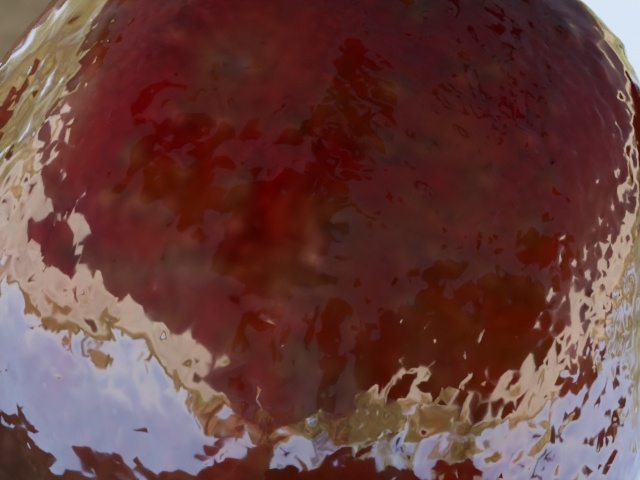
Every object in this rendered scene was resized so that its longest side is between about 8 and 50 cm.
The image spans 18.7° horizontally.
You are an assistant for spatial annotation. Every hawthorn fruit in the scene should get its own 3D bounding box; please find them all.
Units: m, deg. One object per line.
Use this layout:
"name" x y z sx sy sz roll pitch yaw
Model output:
"hawthorn fruit" 0.000 0.000 0.538 0.215 0.215 0.249 19 -119 11
